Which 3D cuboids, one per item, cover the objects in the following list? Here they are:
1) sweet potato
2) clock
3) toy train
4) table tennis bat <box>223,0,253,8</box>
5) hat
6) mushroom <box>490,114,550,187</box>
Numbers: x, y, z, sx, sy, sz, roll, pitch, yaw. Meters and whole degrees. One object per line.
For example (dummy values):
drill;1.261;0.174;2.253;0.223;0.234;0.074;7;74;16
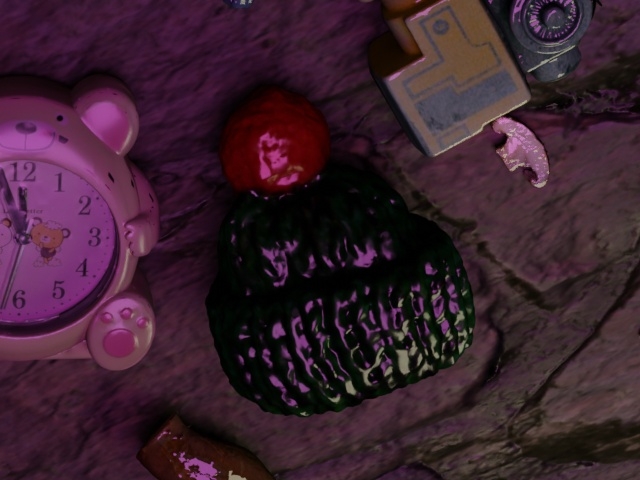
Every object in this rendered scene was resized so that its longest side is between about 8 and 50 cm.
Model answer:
sweet potato;-0.101;0.295;1.841;0.112;0.085;0.286;-12;136;32
clock;-0.305;-0.016;1.619;0.284;0.114;0.309;0;114;-11
toy train;0.114;-0.287;1.567;0.237;0.150;0.369;-29;116;9
table tennis bat;-0.070;-0.317;1.546;0.124;0.033;0.201;24;129;19
hat;0.000;0.000;1.637;0.274;0.242;0.332;-22;106;-15
mushroom;0.220;-0.100;1.745;0.049;0.019;0.101;-34;115;4
